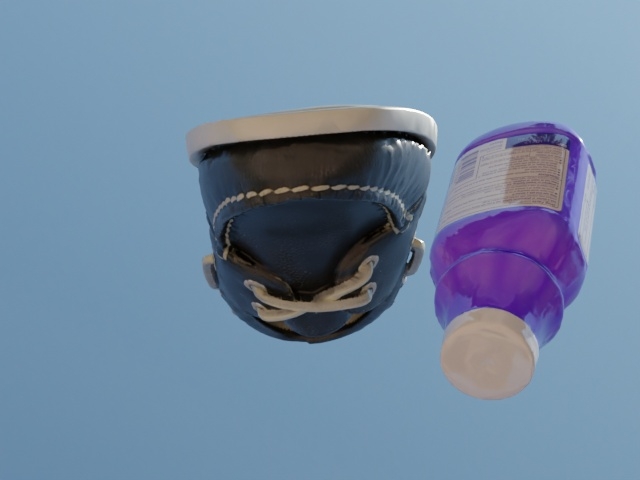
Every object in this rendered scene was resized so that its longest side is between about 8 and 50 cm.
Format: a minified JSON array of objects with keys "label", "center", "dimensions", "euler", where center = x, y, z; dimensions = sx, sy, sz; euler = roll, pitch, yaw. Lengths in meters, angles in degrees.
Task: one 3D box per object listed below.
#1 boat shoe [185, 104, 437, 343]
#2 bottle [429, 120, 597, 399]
[{"label":"boat shoe","center":[0.000,0.000,0.735],"dimensions":[0.114,0.302,0.091],"euler":[-3,-96,5]},{"label":"bottle","center":[0.143,0.010,1.185],"dimensions":[0.118,0.092,0.283],"euler":[-12,-152,20]}]
